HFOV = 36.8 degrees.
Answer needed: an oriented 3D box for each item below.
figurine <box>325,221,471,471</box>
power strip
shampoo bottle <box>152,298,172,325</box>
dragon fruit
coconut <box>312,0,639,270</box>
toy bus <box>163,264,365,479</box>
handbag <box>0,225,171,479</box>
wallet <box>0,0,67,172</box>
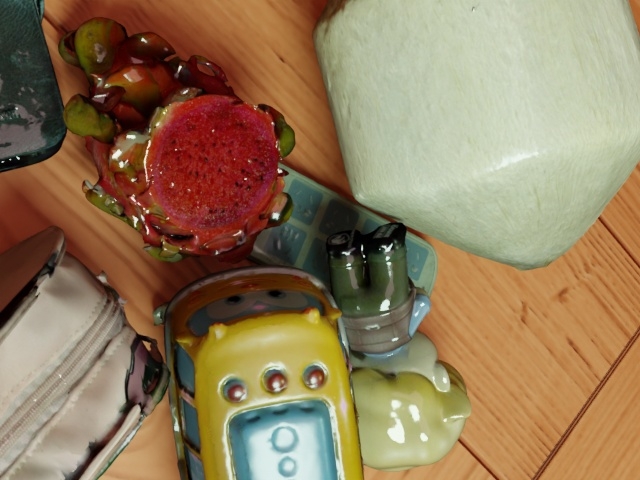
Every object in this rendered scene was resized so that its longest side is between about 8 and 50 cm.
[{"bbox_3d":[0.047,0.082,0.734,0.114,0.108,0.196,-12,110,5],"label":"figurine"},{"bbox_3d":[0.000,0.000,0.772,0.227,0.029,0.080,27,78,-21],"label":"power strip"},{"bbox_3d":[-0.052,0.128,0.731,0.063,0.057,0.207,-30,99,-11],"label":"shampoo bottle"},{"bbox_3d":[-0.111,-0.076,0.674,0.207,0.150,0.133,47,56,9],"label":"dragon fruit"},{"bbox_3d":[0.123,-0.105,0.720,0.237,0.237,0.266,-18,89,-24],"label":"coconut"},{"bbox_3d":[-0.033,0.127,0.633,0.126,0.136,0.209,-8,98,-10],"label":"toy bus"},{"bbox_3d":[-0.199,0.099,0.603,0.116,0.179,0.205,51,57,-23],"label":"handbag"},{"bbox_3d":[-0.283,-0.194,0.644,0.172,0.045,0.318,-17,96,-22],"label":"wallet"}]
